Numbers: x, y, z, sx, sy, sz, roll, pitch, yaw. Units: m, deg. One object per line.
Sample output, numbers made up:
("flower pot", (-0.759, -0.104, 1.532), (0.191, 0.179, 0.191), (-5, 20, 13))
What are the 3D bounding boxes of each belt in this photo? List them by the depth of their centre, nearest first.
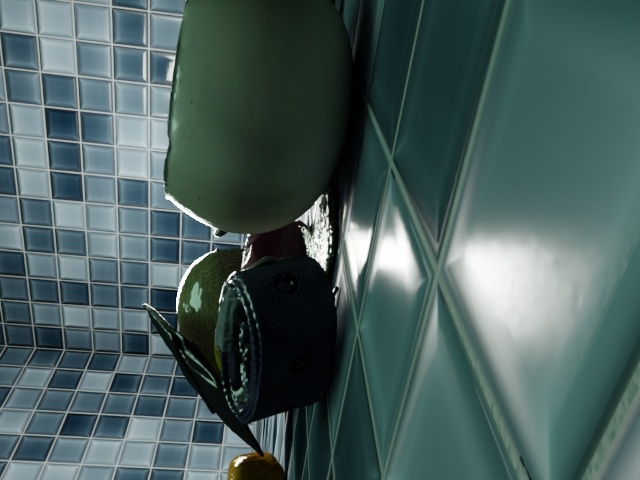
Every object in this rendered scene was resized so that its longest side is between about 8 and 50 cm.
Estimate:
("belt", (-0.046, 0.118, 0.721), (0.230, 0.126, 0.139), (102, 147, -43))

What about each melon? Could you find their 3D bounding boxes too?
("melon", (-0.187, 0.176, 1.347), (0.248, 0.249, 0.328), (143, 115, -82))

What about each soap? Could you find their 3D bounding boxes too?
("soap", (-0.102, 0.133, 1.123), (0.220, 0.128, 0.324), (107, 171, -48))

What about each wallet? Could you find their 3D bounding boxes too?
("wallet", (-0.236, 0.274, 1.211), (0.323, 0.041, 0.247), (26, 143, 45))

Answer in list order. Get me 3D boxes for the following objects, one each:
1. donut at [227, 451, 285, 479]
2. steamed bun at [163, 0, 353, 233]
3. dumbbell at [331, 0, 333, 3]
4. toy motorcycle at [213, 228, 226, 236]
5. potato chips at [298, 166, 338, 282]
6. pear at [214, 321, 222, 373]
("donut", (-0.129, 0.524, 1.177), (0.226, 0.114, 0.226), (-173, 90, -83))
("steamed bun", (-0.070, -0.162, 0.747), (0.324, 0.207, 0.324), (-172, 90, -81))
("dumbbell", (-0.057, -0.390, 1.132), (0.325, 0.143, 0.143), (112, 162, -69))
("toy motorcycle", (-0.106, -0.090, 1.083), (0.298, 0.089, 0.171), (-17, 34, 56))
("potato chips", (-0.004, 0.000, 0.857), (0.220, 0.029, 0.201), (112, 160, -63))
("pear", (-0.086, 0.156, 0.926), (0.149, 0.149, 0.162), (117, 151, -74))
